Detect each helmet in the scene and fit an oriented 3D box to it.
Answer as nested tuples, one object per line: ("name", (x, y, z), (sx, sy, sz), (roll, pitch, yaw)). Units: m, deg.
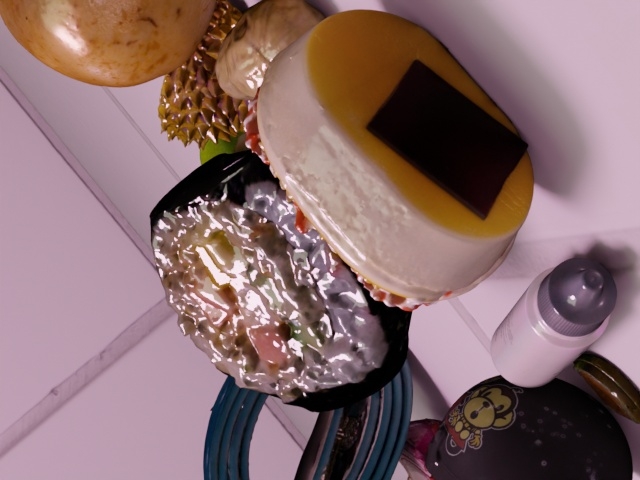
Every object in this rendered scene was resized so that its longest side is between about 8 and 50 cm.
("helmet", (0.272, 0.247, 1.572), (0.278, 0.160, 0.230), (11, -162, -12))

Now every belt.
("belt", (-0.026, 0.312, 2.160), (0.300, 0.437, 0.173), (24, 167, -9))

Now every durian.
("durian", (-0.142, -0.201, 1.748), (0.154, 0.186, 0.260), (51, -179, 21))

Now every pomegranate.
("pomegranate", (-0.254, -0.312, 1.533), (0.307, 0.307, 0.307), (46, 166, 15))

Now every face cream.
("face cream", (0.249, 0.083, 1.394), (0.092, 0.092, 0.311), (47, 167, 12))

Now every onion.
("onion", (0.225, 0.392, 2.206), (0.227, 0.120, 0.283), (53, 172, -7))

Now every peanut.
("peanut", (-0.064, -0.213, 1.521), (0.110, 0.120, 0.236), (13, 171, -21))

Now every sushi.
("sushi", (0.000, 0.000, 1.553), (0.328, 0.285, 0.329), (-26, 102, 46))

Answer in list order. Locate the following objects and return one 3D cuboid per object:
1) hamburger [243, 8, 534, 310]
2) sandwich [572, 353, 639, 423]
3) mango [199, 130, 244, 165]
("hamburger", (0.068, -0.081, 1.266), (0.295, 0.227, 0.151), (49, 145, 7))
("sandwich", (0.330, 0.169, 1.499), (0.101, 0.026, 0.069), (48, 165, 4))
("mango", (-0.059, -0.045, 1.875), (0.343, 0.156, 0.192), (46, 165, 21))
